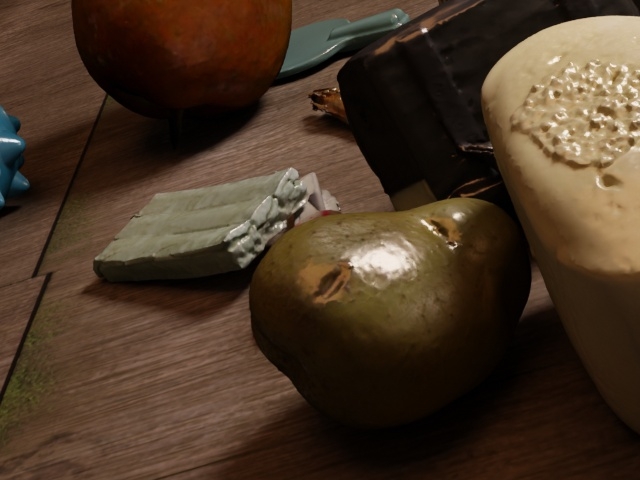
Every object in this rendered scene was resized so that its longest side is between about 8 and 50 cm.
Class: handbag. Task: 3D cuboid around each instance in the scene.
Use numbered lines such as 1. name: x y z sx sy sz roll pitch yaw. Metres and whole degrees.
1. handbag: 0.154 -0.114 0.902 0.254 0.181 0.181 -28 -1 -7

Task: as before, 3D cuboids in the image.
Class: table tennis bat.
1. table tennis bat: 0.007 -0.258 1.422 0.244 0.040 0.153 -8 31 32

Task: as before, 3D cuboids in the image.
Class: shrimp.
1. shrimp: 0.068 -0.161 1.206 0.124 0.034 0.178 -30 30 -23

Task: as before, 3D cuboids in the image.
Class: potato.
1. potato: 0.053 0.039 0.730 0.194 0.157 0.157 -30 28 -20

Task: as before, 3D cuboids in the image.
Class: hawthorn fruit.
1. hawthorn fruit: -0.162 -0.257 1.310 0.267 0.301 0.268 -4 -13 -1

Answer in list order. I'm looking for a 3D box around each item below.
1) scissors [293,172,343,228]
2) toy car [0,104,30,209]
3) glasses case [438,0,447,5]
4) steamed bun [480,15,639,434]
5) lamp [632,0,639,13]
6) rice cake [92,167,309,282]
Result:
1. scissors: 0.000 0.000 0.963 0.118 0.030 0.242 -20 28 4
2. toy car: -0.441 -0.088 1.268 0.190 0.188 0.255 -5 29 17
3. glasses case: 0.290 -0.299 1.160 0.354 0.137 0.085 -13 -1 31
4. steamed bun: 0.202 -0.016 0.660 0.154 0.200 0.250 -21 40 9
5. lamp: 0.300 -0.276 1.040 0.182 0.182 0.314 -18 46 6
6. rice cake: -0.120 -0.011 1.032 0.211 0.038 0.124 -3 38 46
